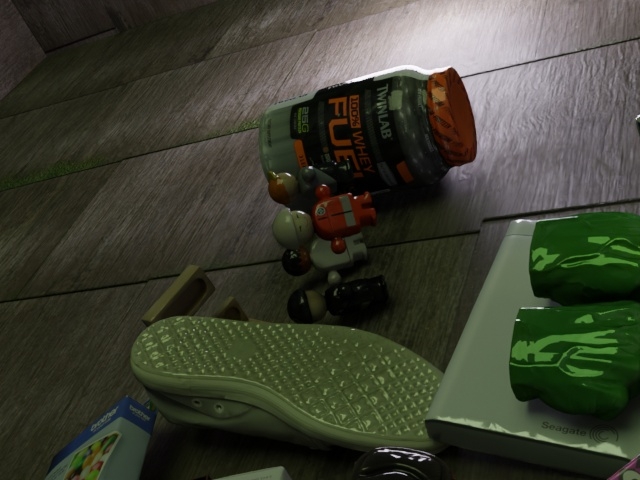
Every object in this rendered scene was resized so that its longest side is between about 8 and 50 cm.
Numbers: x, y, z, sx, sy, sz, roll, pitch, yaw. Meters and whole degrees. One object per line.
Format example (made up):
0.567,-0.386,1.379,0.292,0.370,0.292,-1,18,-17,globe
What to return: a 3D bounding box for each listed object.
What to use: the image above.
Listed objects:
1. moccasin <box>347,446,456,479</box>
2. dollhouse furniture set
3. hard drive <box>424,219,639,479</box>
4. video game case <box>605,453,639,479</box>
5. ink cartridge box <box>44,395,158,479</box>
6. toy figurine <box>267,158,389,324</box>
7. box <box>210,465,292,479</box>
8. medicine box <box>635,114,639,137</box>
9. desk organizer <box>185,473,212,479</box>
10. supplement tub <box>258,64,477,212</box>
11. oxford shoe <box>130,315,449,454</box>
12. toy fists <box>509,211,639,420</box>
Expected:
0.017,0.322,0.658,0.139,0.147,0.380,4,26,14,moccasin
-0.143,0.125,1.272,0.123,0.151,0.144,7,47,43,dollhouse furniture set
0.292,0.109,1.032,0.233,0.047,0.353,6,44,28,hard drive
0.242,0.248,0.752,0.232,0.210,0.042,-33,61,-11,video game case
-0.306,0.332,1.122,0.186,0.065,0.311,-39,22,27,ink cartridge box
0.000,0.000,1.285,0.148,0.213,0.209,-14,32,-5,toy figurine
-0.087,0.344,0.877,0.182,0.181,0.119,-16,32,18,box
0.510,-0.062,0.912,0.263,0.289,0.149,-32,31,-8,medicine box
-0.188,0.340,1.086,0.130,0.050,0.047,-19,32,14,desk organizer
0.082,-0.175,1.486,0.338,0.207,0.207,-13,34,24,supplement tub
-0.035,0.198,1.121,0.449,0.130,0.169,6,39,21,oxford shoe
0.303,0.075,0.957,0.142,0.096,0.279,-5,40,29,toy fists
